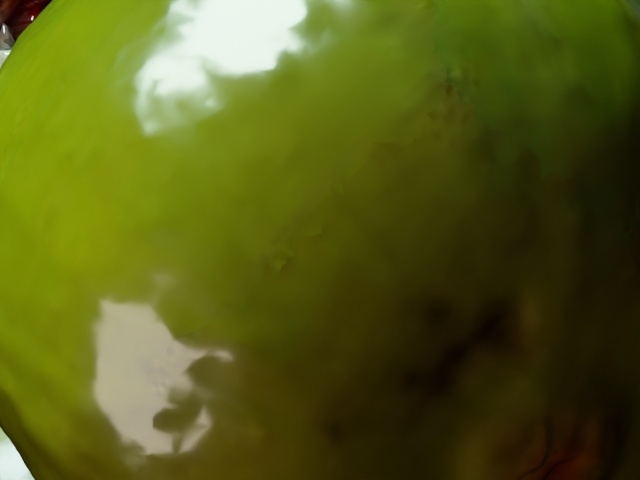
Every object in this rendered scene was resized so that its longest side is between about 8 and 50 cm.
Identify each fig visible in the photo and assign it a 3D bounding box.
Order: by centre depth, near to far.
[{"bbox_3d":[-0.005,-0.001,0.623,0.343,0.343,0.343,23,122,42],"label":"fig"}]

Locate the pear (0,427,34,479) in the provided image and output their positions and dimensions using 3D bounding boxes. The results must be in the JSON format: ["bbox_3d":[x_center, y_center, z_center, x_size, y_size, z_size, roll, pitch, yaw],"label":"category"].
[{"bbox_3d":[-0.160,0.206,0.926,0.283,0.283,0.284,23,122,42],"label":"pear"}]

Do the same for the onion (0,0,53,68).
[{"bbox_3d":[-0.276,-0.147,0.909,0.272,0.230,0.256,145,111,-73],"label":"onion"}]
